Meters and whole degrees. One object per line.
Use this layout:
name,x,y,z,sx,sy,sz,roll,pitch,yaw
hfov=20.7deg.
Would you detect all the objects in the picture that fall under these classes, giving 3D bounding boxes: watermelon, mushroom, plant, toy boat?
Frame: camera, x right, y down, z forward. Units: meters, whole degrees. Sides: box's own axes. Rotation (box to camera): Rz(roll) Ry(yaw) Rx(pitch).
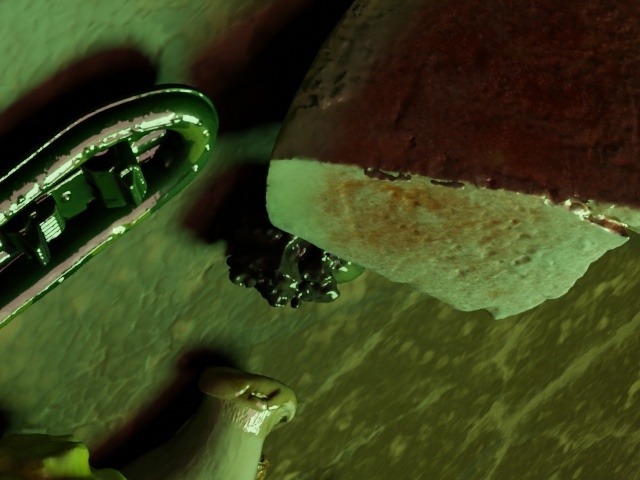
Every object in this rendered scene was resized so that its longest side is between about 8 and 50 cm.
watermelon,0.116,-0.079,1.080,0.310,0.232,0.193,-39,-176,-40
mushroom,-0.100,0.175,1.211,0.097,0.088,0.212,39,86,-28
plant,0.000,0.000,1.151,0.087,0.085,0.174,-39,165,37
toy boat,-0.144,-0.017,0.961,0.210,0.052,0.104,-37,146,-16

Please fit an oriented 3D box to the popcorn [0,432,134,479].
popcorn,-0.225,0.236,1.048,0.286,0.174,0.225,-39,135,5

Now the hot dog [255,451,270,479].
hot dog,-0.070,0.187,1.311,0.058,0.035,0.083,-5,129,-50
